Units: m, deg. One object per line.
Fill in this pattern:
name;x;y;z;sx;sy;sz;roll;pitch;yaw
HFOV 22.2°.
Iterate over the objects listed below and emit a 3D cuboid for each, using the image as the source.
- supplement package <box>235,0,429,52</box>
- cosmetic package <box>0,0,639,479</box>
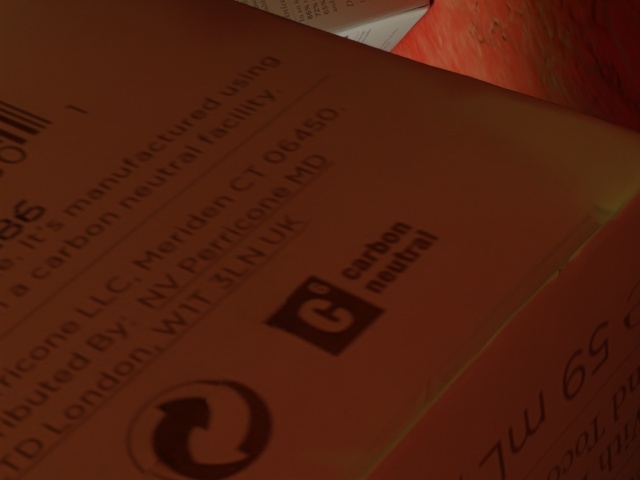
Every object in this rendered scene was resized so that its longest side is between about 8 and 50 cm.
supplement package;-0.106;-0.172;0.993;0.198;0.262;0.199;144;107;-78
cosmetic package;-0.082;0.155;0.608;0.327;0.329;0.394;22;139;32
